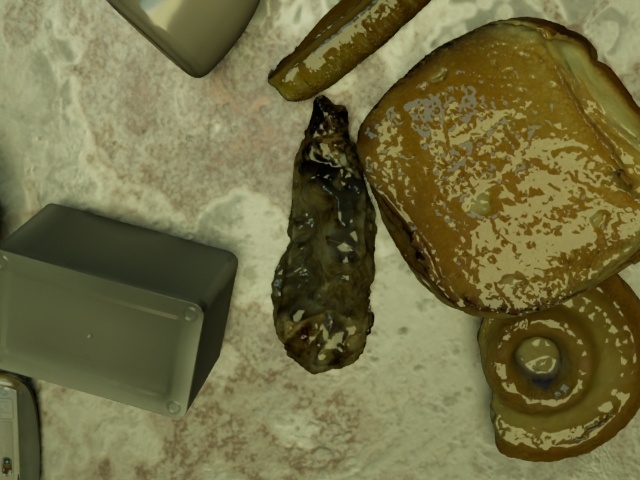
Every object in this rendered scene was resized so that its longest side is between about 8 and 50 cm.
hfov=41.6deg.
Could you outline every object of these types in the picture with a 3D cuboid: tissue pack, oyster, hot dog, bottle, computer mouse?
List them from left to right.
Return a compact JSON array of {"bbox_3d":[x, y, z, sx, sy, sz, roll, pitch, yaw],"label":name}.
[{"bbox_3d":[-0.413,0.260,1.074,0.102,0.045,0.198,1,99,0],"label":"computer mouse"},{"bbox_3d":[-0.239,0.079,0.968,0.246,0.136,0.159,16,114,3],"label":"tissue pack"},{"bbox_3d":[-0.110,-0.309,0.925,0.147,0.147,0.236,42,90,-6],"label":"bottle"},{"bbox_3d":[0.003,0.000,1.012,0.129,0.078,0.344,4,103,9],"label":"oyster"},{"bbox_3d":[0.063,-0.256,0.961,0.289,0.083,0.068,-37,116,7],"label":"hot dog"}]

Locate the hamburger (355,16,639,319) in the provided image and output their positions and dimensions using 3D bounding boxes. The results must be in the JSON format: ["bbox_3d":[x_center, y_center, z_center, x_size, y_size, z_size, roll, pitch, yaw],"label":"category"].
[{"bbox_3d":[0.199,-0.074,0.910,0.284,0.174,0.304,-29,75,2],"label":"hamburger"}]

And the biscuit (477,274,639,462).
[{"bbox_3d":[0.292,0.131,1.014,0.213,0.091,0.274,-14,97,6],"label":"biscuit"}]
